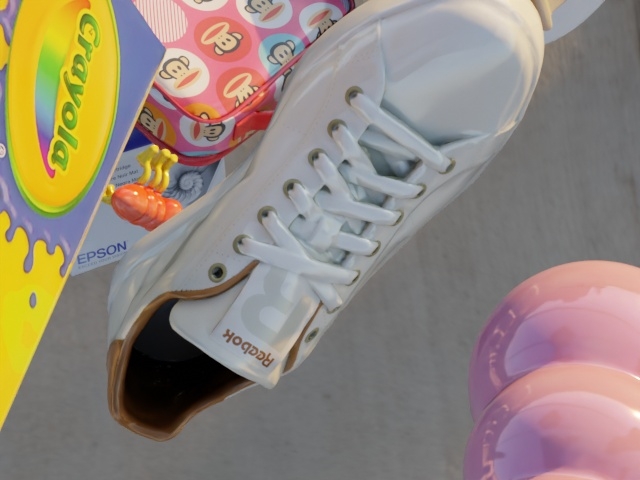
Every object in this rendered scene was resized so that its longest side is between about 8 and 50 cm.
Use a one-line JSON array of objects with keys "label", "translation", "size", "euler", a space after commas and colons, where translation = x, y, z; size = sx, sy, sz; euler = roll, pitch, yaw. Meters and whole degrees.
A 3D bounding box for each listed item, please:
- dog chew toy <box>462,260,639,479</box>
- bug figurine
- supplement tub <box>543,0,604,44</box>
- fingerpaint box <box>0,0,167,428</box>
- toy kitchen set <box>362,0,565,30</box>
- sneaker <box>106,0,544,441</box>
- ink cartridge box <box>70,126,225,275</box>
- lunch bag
[{"label": "dog chew toy", "translation": [0.201, 0.165, 1.103], "size": [0.207, 0.206, 0.332], "euler": [9, 38, 12]}, {"label": "bug figurine", "translation": [-0.264, 0.003, 1.346], "size": [0.279, 0.216, 0.072], "euler": [-32, 62, 23]}, {"label": "supplement tub", "translation": [0.177, -0.392, 1.645], "size": [0.235, 0.235, 0.325], "euler": [-44, 59, 4]}, {"label": "fingerpaint box", "translation": [-0.263, -0.030, 0.470], "size": [0.163, 0.371, 0.444], "euler": [-6, 47, 29]}, {"label": "toy kitchen set", "translation": [0.143, -0.264, 1.169], "size": [0.207, 0.122, 0.166], "euler": [-41, 49, -18]}, {"label": "sneaker", "translation": [0.000, 0.000, 0.689], "size": [0.106, 0.123, 0.290], "euler": [33, 122, -22]}, {"label": "ink cartridge box", "translation": [-0.223, -0.084, 1.771], "size": [0.223, 0.224, 0.045], "euler": [-20, 41, -20]}, {"label": "lunch bag", "translation": [-0.103, -0.224, 1.624], "size": [0.258, 0.120, 0.293], "euler": [41, 57, 13]}]
